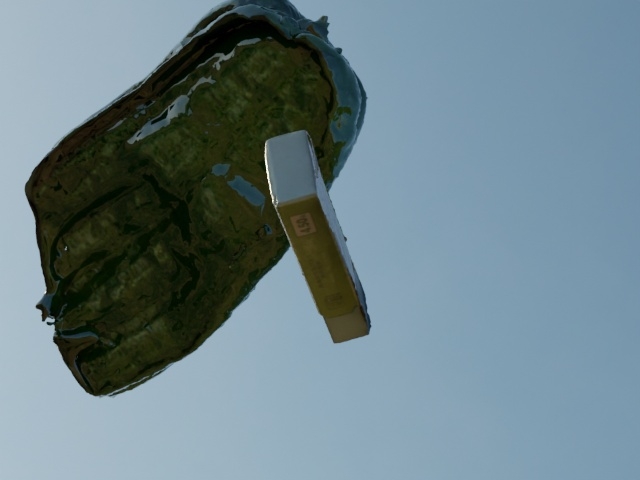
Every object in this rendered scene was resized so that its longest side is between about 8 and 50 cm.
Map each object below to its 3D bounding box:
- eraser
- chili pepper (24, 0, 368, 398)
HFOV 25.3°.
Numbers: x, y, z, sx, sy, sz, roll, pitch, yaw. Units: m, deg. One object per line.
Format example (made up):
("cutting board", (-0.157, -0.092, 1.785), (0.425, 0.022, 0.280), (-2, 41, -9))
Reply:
("eraser", (0.000, 0.000, 0.543), (0.019, 0.038, 0.083), (-16, -45, 4))
("chili pepper", (-0.113, -0.045, 1.246), (0.213, 0.167, 0.385), (42, -80, 9))
